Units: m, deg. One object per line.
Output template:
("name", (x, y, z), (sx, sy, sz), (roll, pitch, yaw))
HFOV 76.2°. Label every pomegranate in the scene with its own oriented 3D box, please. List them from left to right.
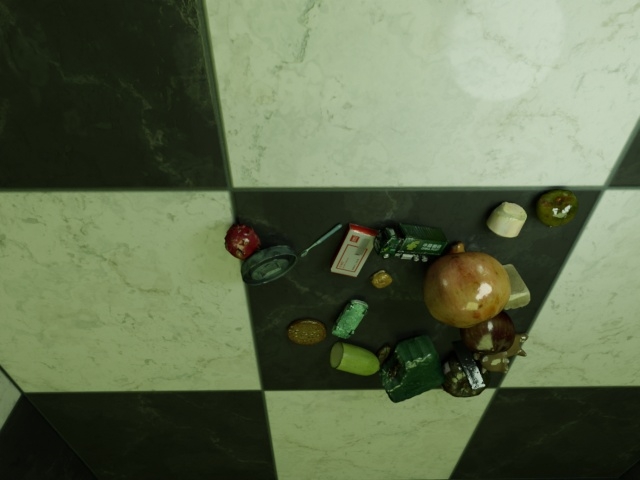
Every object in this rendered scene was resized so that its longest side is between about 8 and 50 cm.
("pomegranate", (0.542, 0.164, 1.559), (0.337, 0.338, 0.338), (-1, 130, -1))

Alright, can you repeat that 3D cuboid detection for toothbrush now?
("toothbrush", (0.000, 0.000, 1.580), (0.219, 0.019, 0.016), (-37, 116, 26))

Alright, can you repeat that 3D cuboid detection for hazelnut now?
("hazelnut", (0.739, 0.397, 1.809), (0.233, 0.218, 0.218), (-9, 130, 10))

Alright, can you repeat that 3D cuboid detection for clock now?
("clock", (-0.199, 0.096, 1.569), (0.225, 0.049, 0.226), (-22, 155, -11))

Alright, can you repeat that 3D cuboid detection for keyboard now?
("keyboard", (0.714, 0.600, 1.973), (0.072, 0.231, 0.023), (-19, 153, 4))

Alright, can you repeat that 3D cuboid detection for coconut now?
("coconut", (0.672, -0.067, 1.480), (0.116, 0.116, 0.122), (7, 132, -7))

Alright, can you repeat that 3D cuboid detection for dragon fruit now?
("dragon fruit", (-0.291, 0.012, 1.518), (0.133, 0.136, 0.166), (-28, 145, 10))

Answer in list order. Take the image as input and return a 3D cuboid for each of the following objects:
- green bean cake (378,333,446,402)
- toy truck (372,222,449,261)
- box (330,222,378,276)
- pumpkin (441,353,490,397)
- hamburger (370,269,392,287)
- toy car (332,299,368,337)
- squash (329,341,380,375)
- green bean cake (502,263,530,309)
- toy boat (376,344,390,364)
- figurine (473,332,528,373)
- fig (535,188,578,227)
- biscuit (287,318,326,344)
("green bean cake", (0.431, 0.619, 1.994), (0.300, 0.169, 0.308), (-23, 130, 5))
("toy truck", (0.332, 0.010, 1.522), (0.258, 0.088, 0.121), (5, 131, -21))
("box", (0.128, 0.043, 1.598), (0.122, 0.050, 0.229), (15, 128, -13))
("pumpkin", (0.735, 0.698, 2.071), (0.260, 0.189, 0.260), (-2, 130, -2))
("hamburger", (0.255, 0.164, 1.707), (0.083, 0.044, 0.076), (-38, 122, 23))
("toy car", (0.131, 0.344, 1.836), (0.090, 0.076, 0.224), (20, 119, -15))
("squash", (0.180, 0.590, 2.009), (0.247, 0.133, 0.133), (21, 127, -19))
("green bean cake", (0.757, 0.186, 1.648), (0.109, 0.179, 0.085), (-19, 127, 11))
("toy boat", (0.313, 0.574, 2.049), (0.047, 0.049, 0.149), (13, 128, -11))
("figurine", (0.869, 0.548, 1.958), (0.247, 0.173, 0.177), (6, 129, -5))
("fig", (0.847, -0.091, 1.455), (0.132, 0.127, 0.185), (-31, 121, 6))
("biscuit", (-0.065, 0.433, 1.938), (0.187, 0.027, 0.188), (-1, 131, -1))
